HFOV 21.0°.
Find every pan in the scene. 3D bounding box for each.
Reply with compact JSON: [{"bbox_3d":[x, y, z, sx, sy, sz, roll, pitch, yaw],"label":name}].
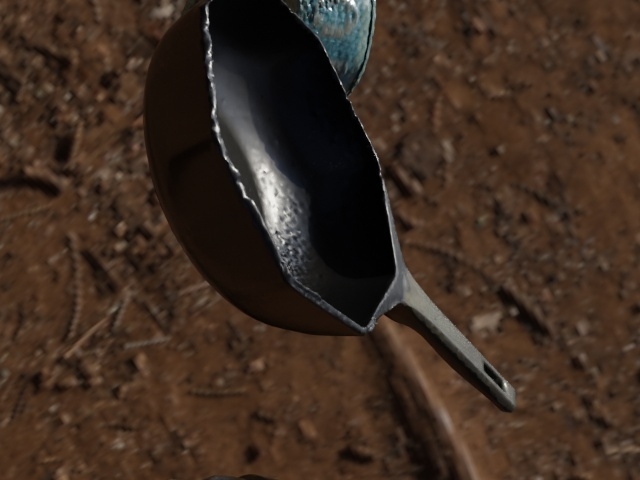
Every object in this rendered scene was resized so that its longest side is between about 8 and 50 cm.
[{"bbox_3d":[-0.004,0.007,0.616,0.202,0.048,0.128,63,26,-12],"label":"pan"}]

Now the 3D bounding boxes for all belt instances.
[{"bbox_3d":[-0.032,-0.136,1.167,0.082,0.163,0.148,9,88,-35],"label":"belt"}]

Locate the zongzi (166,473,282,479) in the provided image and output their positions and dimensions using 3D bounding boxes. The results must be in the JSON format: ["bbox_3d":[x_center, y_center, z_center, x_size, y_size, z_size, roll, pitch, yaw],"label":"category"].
[{"bbox_3d":[-0.060,0.307,1.057,0.403,0.432,0.208,-28,108,-35],"label":"zongzi"}]
